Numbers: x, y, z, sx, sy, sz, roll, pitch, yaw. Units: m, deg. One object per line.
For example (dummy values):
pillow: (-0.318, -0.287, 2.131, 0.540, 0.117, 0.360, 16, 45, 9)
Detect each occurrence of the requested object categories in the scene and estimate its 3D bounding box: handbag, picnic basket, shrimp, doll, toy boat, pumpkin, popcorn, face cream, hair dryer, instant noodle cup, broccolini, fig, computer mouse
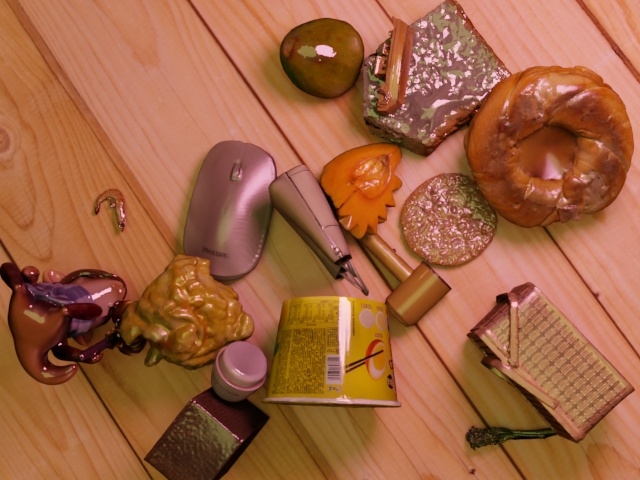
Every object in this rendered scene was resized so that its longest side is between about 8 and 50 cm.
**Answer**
handbag: (0.000, 0.000, 1.782, 0.109, 0.241, 0.315, -28, 79, -4)
picnic basket: (0.460, 0.254, 1.702, 0.175, 0.228, 0.313, -42, 82, -2)
shrimp: (-0.511, -0.068, 1.973, 0.083, 0.023, 0.114, -17, 80, 11)
doll: (-0.555, 0.161, 1.815, 0.209, 0.340, 0.318, -30, 93, 9)
toy boat: (0.152, -0.374, 1.728, 0.072, 0.064, 0.206, 7, 86, 26)
pumpkin: (0.078, -0.105, 1.840, 0.149, 0.130, 0.254, 12, 49, 37)
popcorn: (-0.291, 0.180, 1.814, 0.250, 0.235, 0.241, 42, 113, -17)
face cream: (-0.178, 0.285, 1.758, 0.117, 0.117, 0.104, 41, 129, 8)
hair dryer: (0.153, 0.056, 1.840, 0.135, 0.090, 0.279, -45, 76, 7)
instant noodle cup: (0.029, 0.247, 1.757, 0.311, 0.311, 0.222, 1, 78, 9)
broccolini: (0.442, 0.426, 1.796, 0.239, 0.051, 0.054, -9, 78, 7)
fig: (-0.002, -0.417, 1.831, 0.181, 0.191, 0.181, 0, 90, 47)
computer mouse: (-0.212, -0.070, 1.893, 0.197, 0.095, 0.331, 12, 90, 5)

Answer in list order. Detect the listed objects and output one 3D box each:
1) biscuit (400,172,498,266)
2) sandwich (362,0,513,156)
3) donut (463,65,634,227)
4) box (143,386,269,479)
biscuit: (0.291, -0.048, 1.840, 0.219, 0.033, 0.220, 0, 88, 7)
sandwich: (0.235, -0.348, 1.808, 0.325, 0.131, 0.262, -36, 85, 7)
donut: (0.486, -0.193, 1.705, 0.360, 0.170, 0.360, 2, 116, 4)
box: (-0.240, 0.434, 1.787, 0.143, 0.273, 0.184, 38, 95, 9)
